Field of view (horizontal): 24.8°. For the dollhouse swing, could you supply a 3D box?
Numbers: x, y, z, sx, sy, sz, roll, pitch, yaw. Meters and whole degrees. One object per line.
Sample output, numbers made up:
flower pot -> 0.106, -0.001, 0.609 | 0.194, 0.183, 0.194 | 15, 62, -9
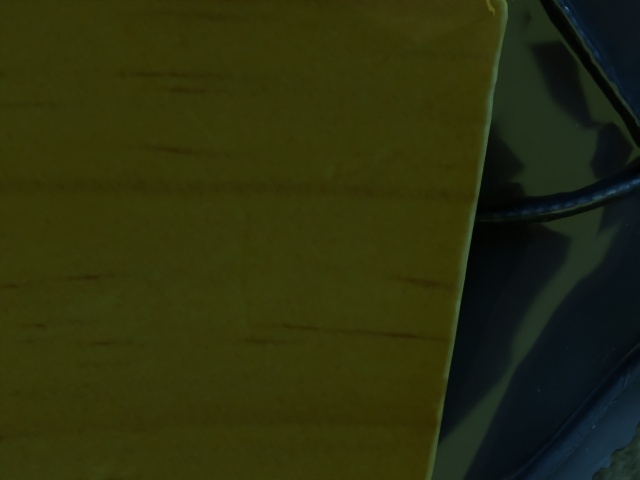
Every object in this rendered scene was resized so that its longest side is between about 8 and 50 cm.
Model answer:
dollhouse swing -> -0.105, -0.074, 0.596 | 0.315, 0.305, 0.347 | 5, 122, -1

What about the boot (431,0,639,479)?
boot -> 0.006, -0.086, 0.656 | 0.367, 0.146, 0.445 | -39, 112, -6
